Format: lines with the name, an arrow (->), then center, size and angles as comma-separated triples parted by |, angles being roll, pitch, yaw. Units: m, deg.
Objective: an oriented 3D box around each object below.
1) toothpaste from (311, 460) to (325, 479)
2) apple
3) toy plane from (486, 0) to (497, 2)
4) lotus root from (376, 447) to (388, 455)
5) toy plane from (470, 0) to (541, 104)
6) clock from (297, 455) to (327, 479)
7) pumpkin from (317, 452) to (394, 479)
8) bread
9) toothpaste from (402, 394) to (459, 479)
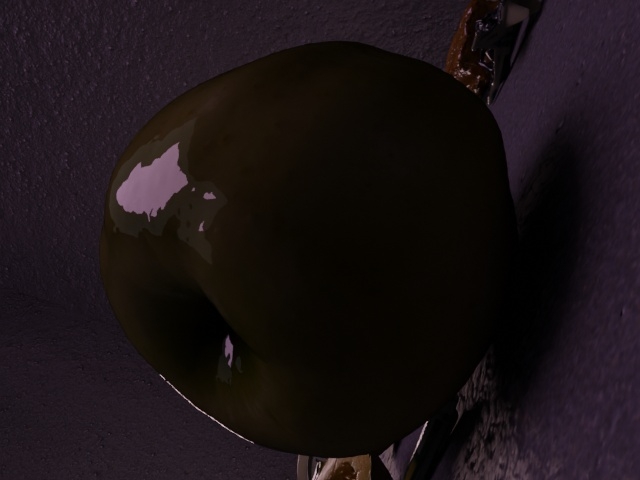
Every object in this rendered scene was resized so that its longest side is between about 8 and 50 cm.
toothpaste -> -0.006, 0.550, 1.179 | 0.077, 0.110, 0.327 | -55, -16, -88
apple -> 0.000, 0.000, 0.781 | 0.473, 0.473, 0.473 | 19, -90, -88
toy plane -> 0.412, -0.559, 1.543 | 0.108, 0.092, 0.286 | -46, -6, -3
lotus root -> 0.080, 0.298, 1.167 | 0.125, 0.118, 0.221 | 72, -143, -58
toy plane -> 0.328, -0.365, 1.285 | 0.192, 0.088, 0.262 | -38, -23, -29
clock -> 0.015, 0.490, 1.507 | 0.235, 0.029, 0.235 | -40, 42, 50
pumpkin -> 0.054, 0.385, 0.940 | 0.217, 0.110, 0.217 | -60, 7, 12
bread -> 0.333, -0.376, 1.543 | 0.380, 0.109, 0.185 | 80, -159, -82
toothpaste -> 0.126, 0.253, 0.824 | 0.049, 0.031, 0.204 | -61, -12, -56
